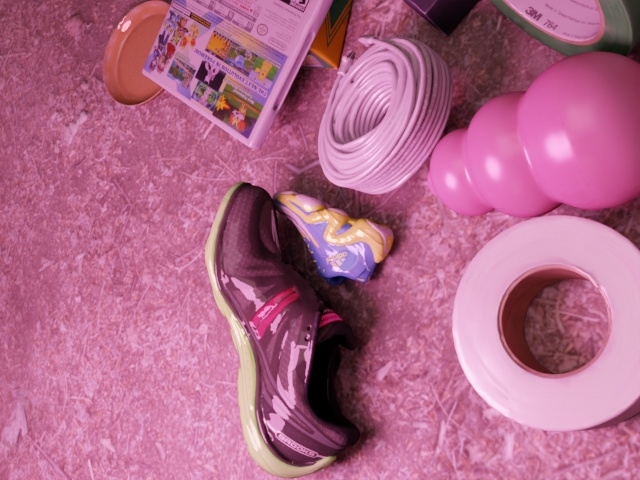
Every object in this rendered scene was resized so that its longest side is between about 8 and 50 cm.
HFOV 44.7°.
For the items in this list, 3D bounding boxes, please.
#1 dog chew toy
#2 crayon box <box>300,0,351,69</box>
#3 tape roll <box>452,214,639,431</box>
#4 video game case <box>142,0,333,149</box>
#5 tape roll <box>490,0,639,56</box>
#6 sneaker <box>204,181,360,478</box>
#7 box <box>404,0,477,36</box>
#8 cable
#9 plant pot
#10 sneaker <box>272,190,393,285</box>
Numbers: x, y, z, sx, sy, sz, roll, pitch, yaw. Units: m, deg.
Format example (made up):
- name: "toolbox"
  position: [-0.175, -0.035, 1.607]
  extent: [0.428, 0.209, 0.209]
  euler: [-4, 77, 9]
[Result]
- name: "dog chew toy"
  position: [0.295, -0.123, 1.067]
  extent: [0.332, 0.206, 0.206]
  euler: [-18, 70, 38]
- name: "crayon box"
  position: [-0.108, -0.490, 1.465]
  extent: [0.363, 0.106, 0.313]
  euler: [10, 88, 35]
- name: "tape roll"
  position: [0.327, 0.112, 1.046]
  extent: [0.286, 0.100, 0.286]
  euler: [-8, 74, 32]
- name: "video game case"
  position: [-0.158, -0.367, 1.394]
  extent: [0.329, 0.036, 0.300]
  euler: [36, 106, 30]
- name: "tape roll"
  position: [0.303, -0.370, 1.030]
  extent: [0.077, 0.321, 0.321]
  euler: [-47, 57, 1]
- name: "sneaker"
  position: [-0.047, 0.128, 1.264]
  extent: [0.202, 0.185, 0.483]
  euler: [-20, 78, 20]
- name: "box"
  position: [0.193, -0.449, 1.264]
  extent: [0.158, 0.093, 0.156]
  euler: [-48, 58, 14]
- name: "cable"
  position: [0.095, -0.196, 1.225]
  extent: [0.257, 0.089, 0.257]
  euler: [26, 91, 58]
- name: "plant pot"
  position: [-0.373, -0.396, 1.666]
  extent: [0.236, 0.032, 0.236]
  euler: [-9, 74, 33]
- name: "sneaker"
  position: [0.000, 0.000, 1.294]
  extent: [0.240, 0.091, 0.126]
  euler: [21, 92, 34]
